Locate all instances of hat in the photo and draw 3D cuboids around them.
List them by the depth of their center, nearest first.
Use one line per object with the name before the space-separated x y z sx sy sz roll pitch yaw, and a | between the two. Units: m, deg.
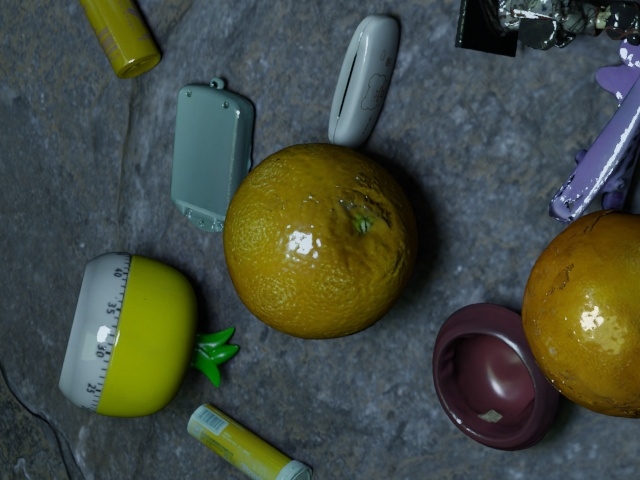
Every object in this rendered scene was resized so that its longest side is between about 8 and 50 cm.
hat | 0.238 0.176 1.475 0.205 0.089 0.205 16 116 36

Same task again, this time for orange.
orange | 0.349 0.086 1.270 0.240 0.240 0.239 11 109 34
orange | 0.000 0.000 1.489 0.274 0.274 0.274 11 109 34

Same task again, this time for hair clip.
hair clip | 0.360 -0.143 1.302 0.137 0.090 0.278 45 118 34

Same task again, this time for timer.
timer | -0.263 0.162 1.774 0.285 0.285 0.285 11 109 34

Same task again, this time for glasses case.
glasses case | 0.058 -0.213 1.508 0.049 0.074 0.193 31 119 30

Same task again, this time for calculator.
calculator | -0.169 -0.131 1.720 0.141 0.045 0.246 19 114 32

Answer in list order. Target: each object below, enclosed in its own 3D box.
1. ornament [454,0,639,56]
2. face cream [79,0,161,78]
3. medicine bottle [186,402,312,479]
ornament | 0.284 -0.278 1.267 0.196 0.166 0.153 15 103 32
face cream | -0.344 -0.391 1.757 0.078 0.078 0.273 -31 83 38
medicine bottle | -0.118 0.342 1.803 0.218 0.074 0.073 29 119 30
